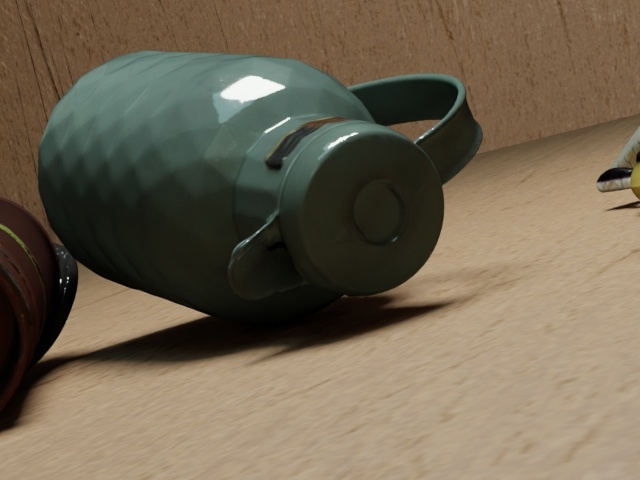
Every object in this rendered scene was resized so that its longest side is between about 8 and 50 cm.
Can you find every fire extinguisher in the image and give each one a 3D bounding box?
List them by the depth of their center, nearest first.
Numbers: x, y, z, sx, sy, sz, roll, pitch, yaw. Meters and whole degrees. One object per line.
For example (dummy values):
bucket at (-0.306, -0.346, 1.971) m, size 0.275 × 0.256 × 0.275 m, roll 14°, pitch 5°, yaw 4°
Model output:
fire extinguisher at (-0.205, 0.034, 0.820) m, size 0.141 × 0.105 × 0.341 m, roll -13°, pitch 6°, yaw -6°

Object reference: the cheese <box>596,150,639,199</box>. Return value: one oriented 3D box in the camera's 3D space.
cheese at (0.209, -0.041, 0.897) m, size 0.086 × 0.036 × 0.162 m, roll -18°, pitch 4°, yaw -16°

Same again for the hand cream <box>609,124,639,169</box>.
hand cream at (0.249, -0.072, 1.088) m, size 0.067 × 0.042 × 0.194 m, roll -21°, pitch -13°, yaw -4°

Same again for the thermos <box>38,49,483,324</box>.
thermos at (-0.027, -0.034, 0.810) m, size 0.182 × 0.145 × 0.286 m, roll -33°, pitch 21°, yaw -23°
